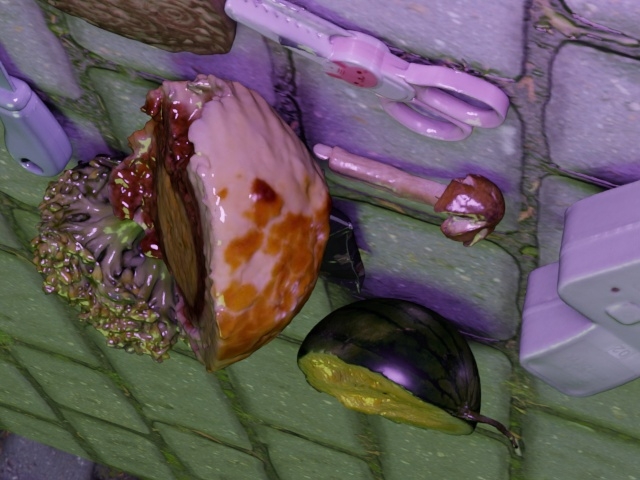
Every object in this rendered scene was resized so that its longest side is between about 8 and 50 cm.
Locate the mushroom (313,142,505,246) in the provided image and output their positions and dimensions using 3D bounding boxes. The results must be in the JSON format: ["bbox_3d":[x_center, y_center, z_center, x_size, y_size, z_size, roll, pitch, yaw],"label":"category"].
[{"bbox_3d":[0.077,-0.045,1.631,0.187,0.061,0.060,18,167,24],"label":"mushroom"}]

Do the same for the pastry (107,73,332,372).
[{"bbox_3d":[-0.069,-0.019,1.635,0.170,0.237,0.256,-15,161,-23],"label":"pastry"}]

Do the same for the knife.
[{"bbox_3d":[-0.324,-0.165,1.774,0.080,0.044,0.331,21,157,25],"label":"knife"}]

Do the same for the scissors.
[{"bbox_3d":[0.031,-0.141,1.444,0.242,0.031,0.118,24,162,-20],"label":"scissors"}]

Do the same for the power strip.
[{"bbox_3d":[0.293,0.032,1.542,0.229,0.141,0.261,32,145,-32],"label":"power strip"}]

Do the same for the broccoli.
[{"bbox_3d":[-0.183,0.021,1.902,0.242,0.180,0.273,29,160,-18],"label":"broccoli"}]

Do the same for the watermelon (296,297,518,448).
[{"bbox_3d":[0.091,0.132,1.992,0.232,0.127,0.204,6,156,43],"label":"watermelon"}]

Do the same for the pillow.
[{"bbox_3d":[0.000,-0.001,1.849,0.090,0.048,0.150,8,155,12],"label":"pillow"}]

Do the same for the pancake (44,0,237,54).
[{"bbox_3d":[-0.175,-0.212,1.476,0.235,0.029,0.212,32,160,-28],"label":"pancake"}]
